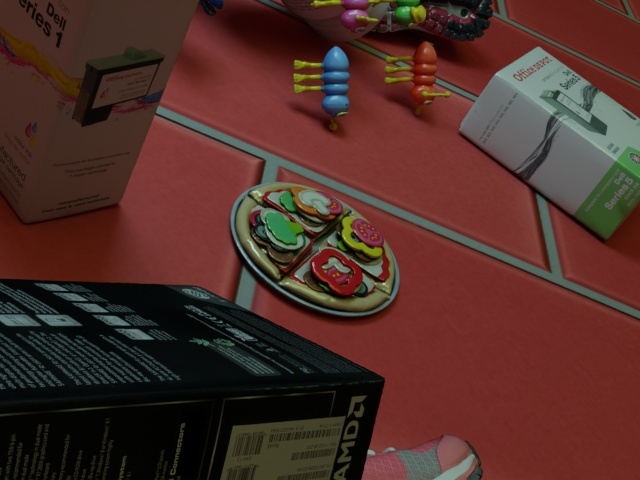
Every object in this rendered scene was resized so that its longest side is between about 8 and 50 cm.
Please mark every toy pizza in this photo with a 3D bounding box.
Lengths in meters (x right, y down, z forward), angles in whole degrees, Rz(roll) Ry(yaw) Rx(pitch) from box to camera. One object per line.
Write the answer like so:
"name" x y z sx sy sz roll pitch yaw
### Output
"toy pizza" 0.000 0.000 0.989 0.201 0.032 0.201 19 37 -16

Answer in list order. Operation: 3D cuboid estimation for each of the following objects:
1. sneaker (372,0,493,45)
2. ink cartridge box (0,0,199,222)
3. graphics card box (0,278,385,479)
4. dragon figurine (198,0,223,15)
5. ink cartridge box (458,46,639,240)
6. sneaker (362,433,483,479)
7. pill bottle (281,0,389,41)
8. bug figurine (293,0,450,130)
"sneaker" 0.129 -0.389 1.503 0.299 0.121 0.112 12 11 -24
"ink cartridge box" -0.238 -0.188 0.827 0.117 0.278 0.201 -18 58 -45
"graphics card box" -0.167 0.094 0.577 0.371 0.094 0.233 3 11 -45
"dragon figurine" -0.232 -0.350 1.147 0.289 0.144 0.085 38 36 10
"ink cartridge box" 0.372 -0.152 1.370 0.273 0.115 0.198 39 36 11
"sneaker" 0.004 0.196 0.686 0.314 0.116 0.136 -18 56 -47
"pill bottle" -0.012 -0.410 1.270 0.160 0.160 0.283 59 9 34
"bug figurine" 0.081 -0.268 1.242 0.072 0.216 0.279 9 18 42
